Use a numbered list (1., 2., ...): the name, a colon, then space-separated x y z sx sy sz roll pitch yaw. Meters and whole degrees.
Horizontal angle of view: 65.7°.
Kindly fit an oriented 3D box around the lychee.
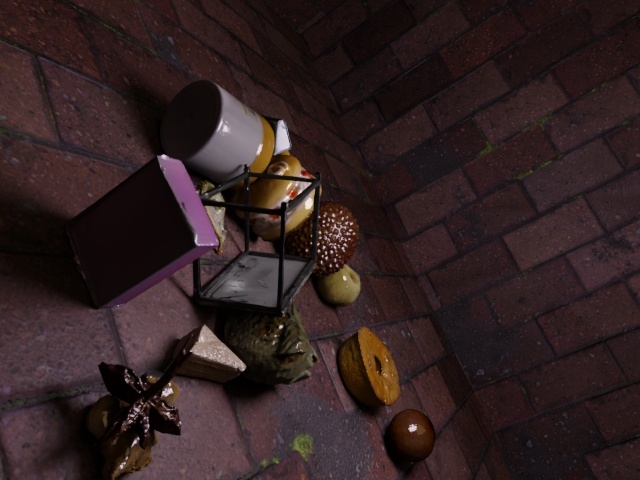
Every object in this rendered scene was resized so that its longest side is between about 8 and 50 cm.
1. lychee: 0.000 0.000 1.661 0.267 0.267 0.267 48 24 -29

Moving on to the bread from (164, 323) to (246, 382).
1. bread: -0.231 0.259 1.015 0.152 0.077 0.105 49 19 -19

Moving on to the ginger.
1. ginger: -0.302 0.306 0.826 0.133 0.059 0.214 56 18 11

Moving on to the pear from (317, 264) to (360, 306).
1. pear: 0.063 0.156 1.764 0.167 0.136 0.167 46 23 -26

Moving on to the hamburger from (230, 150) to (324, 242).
1. hamburger: -0.136 -0.160 1.528 0.186 0.261 0.303 49 44 -24

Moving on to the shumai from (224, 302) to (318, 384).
1. shumai: -0.115 0.265 1.206 0.256 0.189 0.218 -105 177 -51

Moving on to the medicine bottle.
1. medicine bottle: -0.287 -0.293 1.395 0.232 0.238 0.238 28 38 -54

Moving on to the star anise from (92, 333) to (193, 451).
1. star anise: -0.255 0.236 0.766 0.158 0.144 0.140 27 36 -49

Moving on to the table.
1. table: -0.144 -0.019 1.228 0.335 0.222 0.272 -57 153 -68

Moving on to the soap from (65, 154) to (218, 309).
1. soap: -0.327 -0.012 0.898 0.181 0.259 0.081 62 20 9

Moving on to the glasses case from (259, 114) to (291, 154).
1. glasses case: -0.168 -0.336 1.556 0.056 0.105 0.266 1 16 -30

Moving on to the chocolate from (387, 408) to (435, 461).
1. chocolate: 0.290 0.648 1.637 0.177 0.176 0.177 48 24 -29

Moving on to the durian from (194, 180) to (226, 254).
1. durian: -0.294 -0.056 1.287 0.146 0.102 0.208 -80 159 -61

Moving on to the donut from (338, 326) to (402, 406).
1. donut: 0.159 0.431 1.655 0.277 0.108 0.277 49 23 -29
